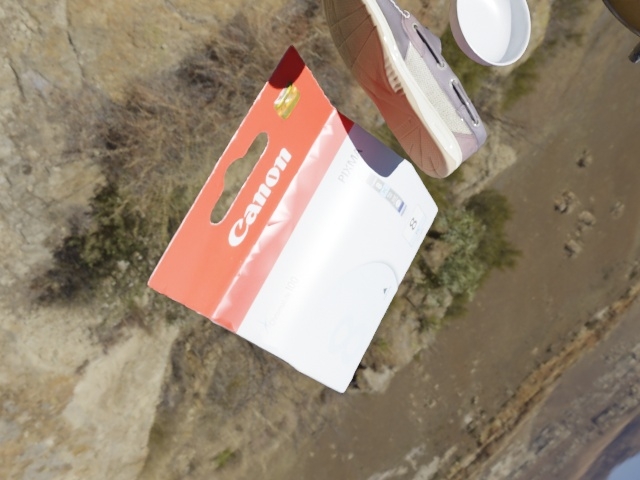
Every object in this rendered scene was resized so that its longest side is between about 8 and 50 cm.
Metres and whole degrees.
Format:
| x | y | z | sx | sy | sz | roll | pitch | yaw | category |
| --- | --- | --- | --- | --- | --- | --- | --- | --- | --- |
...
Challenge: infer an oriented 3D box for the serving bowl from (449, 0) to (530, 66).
| x | y | z | sx | sy | sz | roll | pitch | yaw | category |
| --- | --- | --- | --- | --- | --- | --- | --- | --- | --- |
| 0.141 | -0.188 | 0.576 | 0.083 | 0.083 | 0.027 | -30 | -168 | -27 | serving bowl |

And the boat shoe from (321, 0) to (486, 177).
| x | y | z | sx | sy | sz | roll | pitch | yaw | category |
| --- | --- | --- | --- | --- | --- | --- | --- | --- | --- |
| 0.101 | -0.214 | 0.806 | 0.092 | 0.285 | 0.103 | -33 | -177 | -21 | boat shoe |

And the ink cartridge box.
| x | y | z | sx | sy | sz | roll | pitch | yaw | category |
| --- | --- | --- | --- | --- | --- | --- | --- | --- | --- |
| 0.000 | 0.000 | 0.838 | 0.308 | 0.091 | 0.385 | -61 | 149 | -9 | ink cartridge box |

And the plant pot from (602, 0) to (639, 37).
| x | y | z | sx | sy | sz | roll | pitch | yaw | category |
| --- | --- | --- | --- | --- | --- | --- | --- | --- | --- |
| 0.399 | -0.277 | 0.754 | 0.032 | 0.236 | 0.236 | -52 | 156 | -1 | plant pot |

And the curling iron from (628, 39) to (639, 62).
| x | y | z | sx | sy | sz | roll | pitch | yaw | category |
| --- | --- | --- | --- | --- | --- | --- | --- | --- | --- |
| 0.480 | -0.307 | 0.848 | 0.035 | 0.068 | 0.274 | -13 | 166 | -20 | curling iron |
